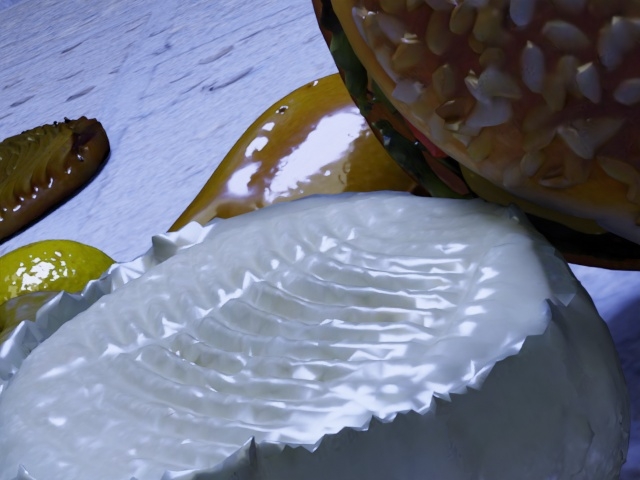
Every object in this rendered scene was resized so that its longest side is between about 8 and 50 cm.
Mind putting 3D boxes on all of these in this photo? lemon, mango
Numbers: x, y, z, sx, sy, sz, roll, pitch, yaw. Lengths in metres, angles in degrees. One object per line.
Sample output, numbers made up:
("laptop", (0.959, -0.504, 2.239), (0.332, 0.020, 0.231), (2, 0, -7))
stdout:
("lemon", (-0.163, 0.053, 0.925), (0.133, 0.109, 0.109), (-27, 19, -9))
("mango", (0.000, 0.000, 0.825), (0.236, 0.136, 0.166), (-37, 25, -17))

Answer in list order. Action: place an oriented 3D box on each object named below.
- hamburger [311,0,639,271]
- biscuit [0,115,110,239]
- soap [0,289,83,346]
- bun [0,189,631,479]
("hamburger", (0.151, -0.143, 0.655), (0.330, 0.330, 0.250), (-27, 0, -5))
("biscuit", (-0.353, -0.038, 1.510), (0.318, 0.040, 0.318), (-23, 18, 8))
("soap", (-0.228, 0.159, 0.670), (0.259, 0.143, 0.281), (-23, 18, 29))
("bun", (-0.013, 0.087, 0.579), (0.259, 0.152, 0.259), (-16, 22, 7))
